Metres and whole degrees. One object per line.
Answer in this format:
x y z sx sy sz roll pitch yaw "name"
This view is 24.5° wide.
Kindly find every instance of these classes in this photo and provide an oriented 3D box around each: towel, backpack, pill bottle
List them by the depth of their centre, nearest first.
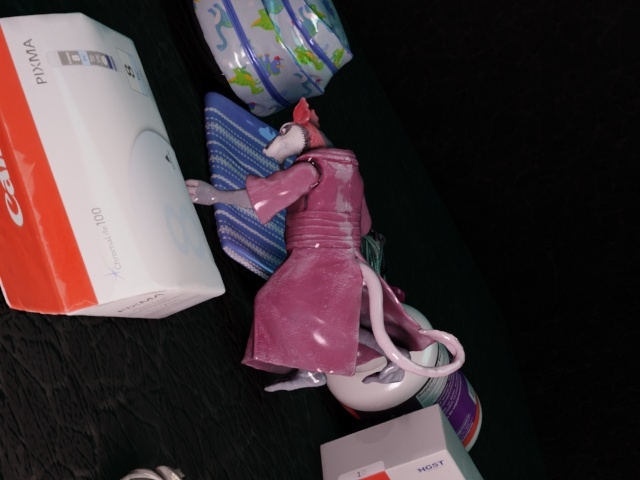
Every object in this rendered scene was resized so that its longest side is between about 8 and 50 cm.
-0.062 -0.056 2.102 0.243 0.040 0.336 32 31 -34 "towel"
-0.102 -0.364 2.239 0.290 0.273 0.355 55 28 -66 "backpack"
0.118 0.215 2.257 0.323 0.181 0.181 54 18 -47 "pill bottle"

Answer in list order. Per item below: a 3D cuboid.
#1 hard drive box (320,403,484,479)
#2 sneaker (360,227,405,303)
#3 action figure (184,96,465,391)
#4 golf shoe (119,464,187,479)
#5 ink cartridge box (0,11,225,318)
0.128 0.354 2.059 0.089 0.181 0.232 -96 159 -49 "hard drive box"
0.051 -0.001 2.515 0.121 0.112 0.299 18 50 -75 "sneaker"
0.000 0.000 1.851 0.248 0.276 0.370 0 85 -45 "action figure"
-0.138 0.296 1.279 0.094 0.077 0.198 -8 72 -63 "golf shoe"
-0.236 -0.082 1.441 0.385 0.091 0.308 18 51 -76 "ink cartridge box"
